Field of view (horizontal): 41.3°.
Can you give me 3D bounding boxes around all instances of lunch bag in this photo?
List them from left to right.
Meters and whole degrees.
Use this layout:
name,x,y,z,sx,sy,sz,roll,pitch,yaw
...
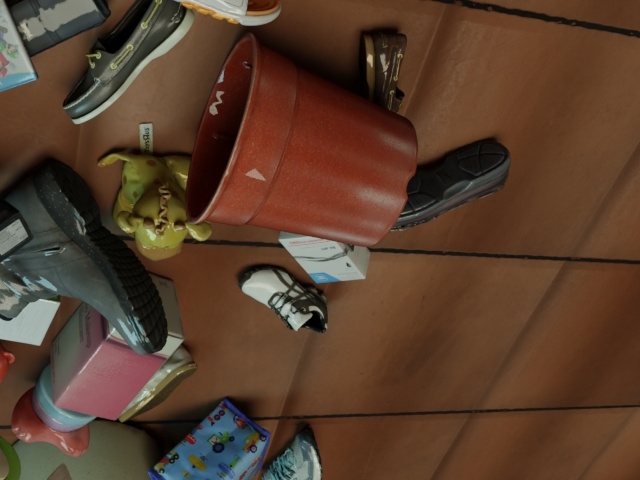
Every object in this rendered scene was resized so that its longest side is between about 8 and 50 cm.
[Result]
name,x,y,z,sx,sy,sz,roll,pitch,yaw
lunch bag,-0.221,0.513,1.802,0.221,0.138,0.293,-42,152,-29

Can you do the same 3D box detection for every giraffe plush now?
name,x,y,z,sx,sy,sz,roll,pitch,yaw
giraffe plush,-0.240,-0.046,1.293,0.181,0.170,0.210,-17,135,-4

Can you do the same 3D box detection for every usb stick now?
name,x,y,z,sx,sy,sz,roll,pitch,yaw
usb stick,-0.412,-0.267,1.114,0.278,0.045,0.077,-24,131,4

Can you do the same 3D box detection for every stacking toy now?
name,x,y,z,sx,sy,sz,roll,pitch,yaw
stacking toy,-0.500,0.303,1.452,0.309,0.280,0.130,23,122,-40

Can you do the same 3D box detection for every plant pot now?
name,x,y,z,sx,sy,sz,roll,pitch,yaw
plant pot,-0.023,-0.120,1.206,0.265,0.272,0.272,16,125,-21

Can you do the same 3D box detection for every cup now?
name,x,y,z,sx,sy,sz,roll,pitch,yaw
cup,-0.475,0.555,1.704,0.331,0.237,0.331,-8,134,-9

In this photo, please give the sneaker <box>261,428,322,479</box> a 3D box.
name,x,y,z,sx,sy,sz,roll,pitch,yaw
sneaker,-0.069,0.540,1.943,0.122,0.110,0.283,-2,132,-14

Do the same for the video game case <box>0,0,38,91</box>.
name,x,y,z,sx,sy,sz,roll,pitch,yaw
video game case,-0.448,-0.266,1.076,0.119,0.015,0.166,-18,112,1

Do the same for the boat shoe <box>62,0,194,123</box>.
name,x,y,z,sx,sy,sz,roll,pitch,yaw
boat shoe,-0.276,-0.255,1.156,0.227,0.081,0.068,-41,129,9

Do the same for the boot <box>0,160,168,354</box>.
name,x,y,z,sx,sy,sz,roll,pitch,yaw
boot,-0.402,0.067,1.307,0.222,0.118,0.338,-32,91,11

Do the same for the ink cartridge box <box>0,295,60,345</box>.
name,x,y,z,sx,sy,sz,roll,pitch,yaw
ink cartridge box,-0.546,0.099,1.393,0.209,0.062,0.109,15,125,-30

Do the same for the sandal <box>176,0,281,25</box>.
name,x,y,z,sx,sy,sz,roll,pitch,yaw
sandal,-0.164,-0.349,1.089,0.265,0.102,0.076,9,130,-24

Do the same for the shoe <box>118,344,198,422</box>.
name,x,y,z,sx,sy,sz,roll,pitch,yaw
shoe,-0.323,0.281,1.653,0.219,0.058,0.076,-40,163,23

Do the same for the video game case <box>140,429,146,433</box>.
name,x,y,z,sx,sy,sz,roll,pitch,yaw
video game case,-0.419,0.444,1.793,0.122,0.011,0.087,-16,135,-5

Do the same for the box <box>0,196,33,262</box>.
name,x,y,z,sx,sy,sz,roll,pitch,yaw
box,-0.543,0.010,1.163,0.232,0.183,0.059,-41,141,-27

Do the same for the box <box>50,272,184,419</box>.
name,x,y,z,sx,sy,sz,roll,pitch,yaw
box,-0.357,0.176,1.471,0.126,0.149,0.232,23,119,-34

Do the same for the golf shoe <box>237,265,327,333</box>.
name,x,y,z,sx,sy,sz,roll,pitch,yaw
golf shoe,-0.060,0.112,1.560,0.198,0.094,0.077,21,122,-32

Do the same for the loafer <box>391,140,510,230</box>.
name,x,y,z,sx,sy,sz,roll,pitch,yaw
loafer,0.192,-0.073,1.475,0.302,0.109,0.095,-22,139,-3

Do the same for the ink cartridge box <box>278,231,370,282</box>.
name,x,y,z,sx,sy,sz,roll,pitch,yaw
ink cartridge box,0.000,0.000,1.471,0.104,0.060,0.180,-7,142,30

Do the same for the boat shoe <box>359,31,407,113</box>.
name,x,y,z,sx,sy,sz,roll,pitch,yaw
boat shoe,0.097,-0.224,1.318,0.073,0.073,0.207,-6,133,-10
